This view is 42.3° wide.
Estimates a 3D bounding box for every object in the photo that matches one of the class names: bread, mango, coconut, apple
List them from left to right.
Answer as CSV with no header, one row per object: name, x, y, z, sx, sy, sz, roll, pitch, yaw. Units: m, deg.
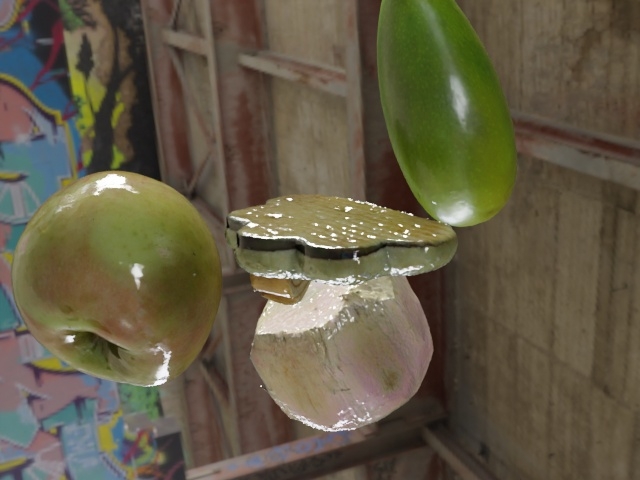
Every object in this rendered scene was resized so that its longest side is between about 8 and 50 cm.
apple,-0.302,0.051,1.268,0.319,0.319,0.277,107,0,-52
bread,-0.048,0.031,1.223,0.149,0.073,0.122,-53,147,-61
bread,0.000,0.000,0.906,0.286,0.207,0.056,19,-63,55
coconut,0.051,0.243,1.829,0.404,0.404,0.405,169,-90,-70
mango,0.156,-0.181,1.070,0.192,0.155,0.343,-58,128,-69
